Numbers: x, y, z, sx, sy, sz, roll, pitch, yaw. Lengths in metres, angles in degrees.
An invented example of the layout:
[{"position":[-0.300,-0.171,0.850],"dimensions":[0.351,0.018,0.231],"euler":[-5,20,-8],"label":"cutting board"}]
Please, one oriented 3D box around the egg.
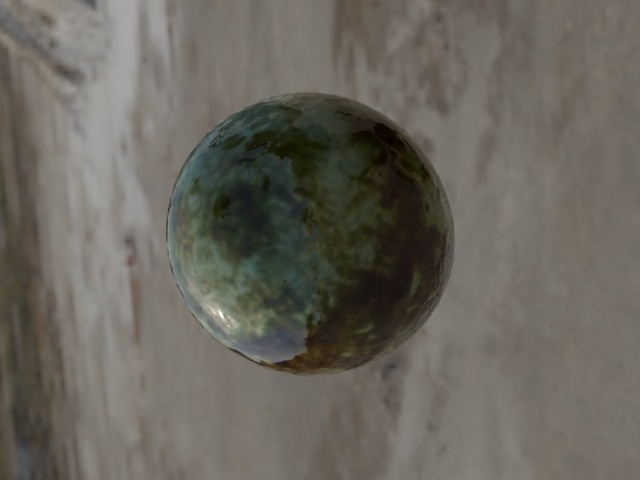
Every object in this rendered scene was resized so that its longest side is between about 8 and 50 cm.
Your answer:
[{"position":[0.000,0.000,1.545],"dimensions":[0.289,0.238,0.238],"euler":[29,-136,-55],"label":"egg"}]
